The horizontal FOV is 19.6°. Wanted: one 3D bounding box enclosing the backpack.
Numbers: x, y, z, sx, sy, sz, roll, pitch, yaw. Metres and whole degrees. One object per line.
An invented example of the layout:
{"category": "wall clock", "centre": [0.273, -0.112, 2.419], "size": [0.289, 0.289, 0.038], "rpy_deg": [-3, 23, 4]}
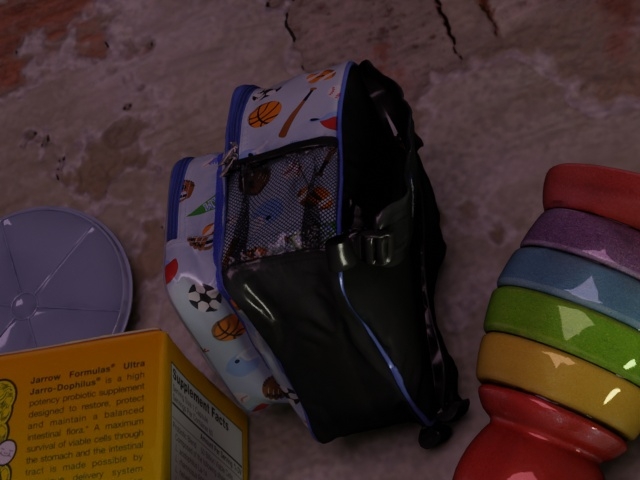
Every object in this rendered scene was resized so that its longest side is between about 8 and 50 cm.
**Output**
{"category": "backpack", "centre": [0.000, 0.000, 1.465], "size": [0.213, 0.276, 0.263], "rpy_deg": [-4, 50, 16]}

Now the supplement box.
{"category": "supplement box", "centre": [-0.173, 0.275, 1.409], "size": [0.195, 0.194, 0.356], "rpy_deg": [-10, 61, 15]}

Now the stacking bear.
{"category": "stacking bear", "centre": [0.192, 0.103, 1.394], "size": [0.164, 0.175, 0.289], "rpy_deg": [19, 80, 25]}

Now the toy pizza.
{"category": "toy pizza", "centre": [-0.255, 0.064, 1.640], "size": [0.201, 0.032, 0.201], "rpy_deg": [-8, 63, 17]}
